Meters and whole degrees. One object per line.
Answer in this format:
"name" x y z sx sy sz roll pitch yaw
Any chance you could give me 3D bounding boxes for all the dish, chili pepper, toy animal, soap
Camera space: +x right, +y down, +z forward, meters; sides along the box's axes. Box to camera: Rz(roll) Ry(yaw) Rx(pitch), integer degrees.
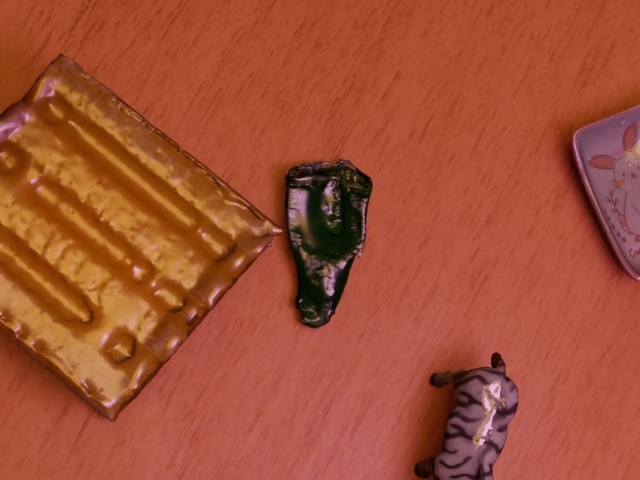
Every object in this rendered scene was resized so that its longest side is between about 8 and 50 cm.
"dish" 0.410 -0.059 1.679 0.151 0.077 0.212 -22 84 -12
"chili pepper" 0.000 -0.001 1.605 0.108 0.062 0.216 8 79 -2
"toy animal" 0.163 0.253 1.534 0.090 0.170 0.255 20 59 -12
"soap" -0.262 0.001 1.509 0.335 0.156 0.293 38 78 -1
